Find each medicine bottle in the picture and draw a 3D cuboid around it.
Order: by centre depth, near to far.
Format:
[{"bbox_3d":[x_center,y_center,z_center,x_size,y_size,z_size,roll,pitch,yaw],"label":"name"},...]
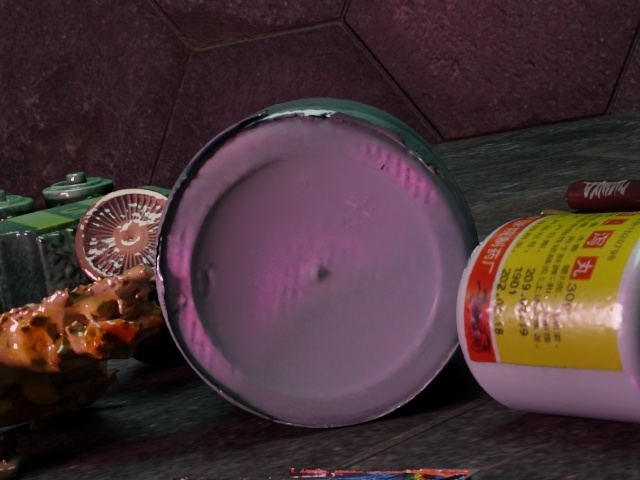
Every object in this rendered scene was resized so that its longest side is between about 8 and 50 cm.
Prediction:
[{"bbox_3d":[0.208,0.050,1.040,0.139,0.139,0.225,-17,10,-37],"label":"medicine bottle"},{"bbox_3d":[0.000,0.000,1.300,0.245,0.245,0.290,-11,9,3],"label":"medicine bottle"}]

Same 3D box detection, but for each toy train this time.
[{"bbox_3d":[-0.319,0.010,2.011,0.299,0.166,0.238,-17,15,-32],"label":"toy train"}]

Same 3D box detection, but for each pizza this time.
[{"bbox_3d":[-0.222,0.106,1.304,0.288,0.074,0.251,-20,-11,13],"label":"pizza"}]

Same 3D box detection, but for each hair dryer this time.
[{"bbox_3d":[-0.265,0.101,1.475,0.352,0.107,0.189,-29,-28,-8],"label":"hair dryer"}]

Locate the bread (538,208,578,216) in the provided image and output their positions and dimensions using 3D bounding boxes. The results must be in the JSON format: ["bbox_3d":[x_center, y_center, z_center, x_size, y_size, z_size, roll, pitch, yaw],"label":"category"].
[{"bbox_3d":[0.233,0.012,1.493,0.154,0.054,0.136,-7,31,-13],"label":"bread"}]

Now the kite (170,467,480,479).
[{"bbox_3d":[-0.012,0.171,0.957,0.234,0.016,0.321,-11,8,-10],"label":"kite"}]

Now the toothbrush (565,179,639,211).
[{"bbox_3d":[0.406,-0.052,1.857,0.041,0.040,0.364,-15,8,-27],"label":"toothbrush"}]

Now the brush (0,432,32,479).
[{"bbox_3d":[-0.351,0.185,1.245,0.248,0.036,0.043,-10,2,7],"label":"brush"}]
